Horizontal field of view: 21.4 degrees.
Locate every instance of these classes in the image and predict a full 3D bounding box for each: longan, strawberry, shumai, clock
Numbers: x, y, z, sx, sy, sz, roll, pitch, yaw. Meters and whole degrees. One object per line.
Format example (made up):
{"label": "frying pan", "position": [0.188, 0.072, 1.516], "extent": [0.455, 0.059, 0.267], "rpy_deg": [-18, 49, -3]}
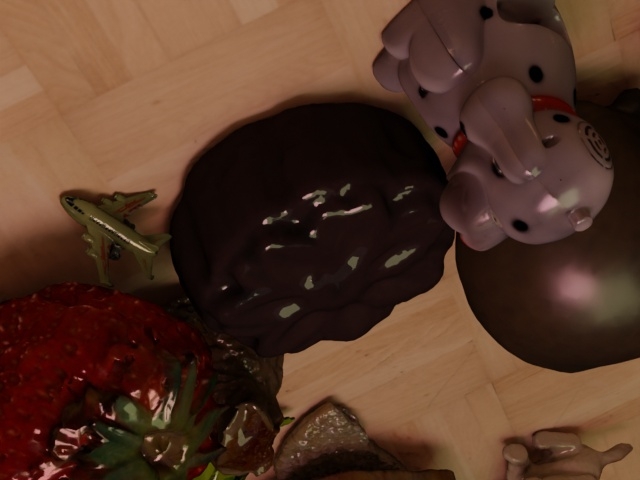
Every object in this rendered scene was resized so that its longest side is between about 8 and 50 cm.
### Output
{"label": "longan", "position": [0.279, -0.010, 1.703], "extent": [0.300, 0.243, 0.300], "rpy_deg": [-13, 111, -35]}
{"label": "strawberry", "position": [-0.249, 0.153, 1.595], "extent": [0.250, 0.288, 0.239], "rpy_deg": [-15, 119, -51]}
{"label": "shumai", "position": [-0.115, 0.161, 1.738], "extent": [0.206, 0.176, 0.166], "rpy_deg": [16, 128, -38]}
{"label": "clock", "position": [0.175, -0.098, 1.524], "extent": [0.188, 0.254, 0.189], "rpy_deg": [-14, 146, -9]}

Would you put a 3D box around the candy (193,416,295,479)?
{"label": "candy", "position": [-0.147, 0.280, 1.935], "extent": [0.246, 0.069, 0.149], "rpy_deg": [-45, 164, 19]}

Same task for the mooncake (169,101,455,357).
{"label": "mooncake", "position": [0.000, 0.000, 1.638], "extent": [0.283, 0.141, 0.283], "rpy_deg": [-16, 145, -11]}

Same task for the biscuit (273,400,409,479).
{"label": "biscuit", "position": [0.016, 0.275, 2.071], "extent": [0.133, 0.032, 0.250], "rpy_deg": [-30, 144, 9]}

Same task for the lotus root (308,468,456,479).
{"label": "lotus root", "position": [0.043, 0.431, 2.105], "extent": [0.316, 0.250, 0.316], "rpy_deg": [-17, 165, -5]}

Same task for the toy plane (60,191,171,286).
{"label": "toy plane", "position": [-0.194, -0.010, 1.580], "extent": [0.111, 0.102, 0.040], "rpy_deg": [29, 152, -10]}

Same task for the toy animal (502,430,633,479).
{"label": "toy animal", "position": [0.311, 0.339, 2.256], "extent": [0.183, 0.104, 0.185], "rpy_deg": [-6, 136, -21]}
